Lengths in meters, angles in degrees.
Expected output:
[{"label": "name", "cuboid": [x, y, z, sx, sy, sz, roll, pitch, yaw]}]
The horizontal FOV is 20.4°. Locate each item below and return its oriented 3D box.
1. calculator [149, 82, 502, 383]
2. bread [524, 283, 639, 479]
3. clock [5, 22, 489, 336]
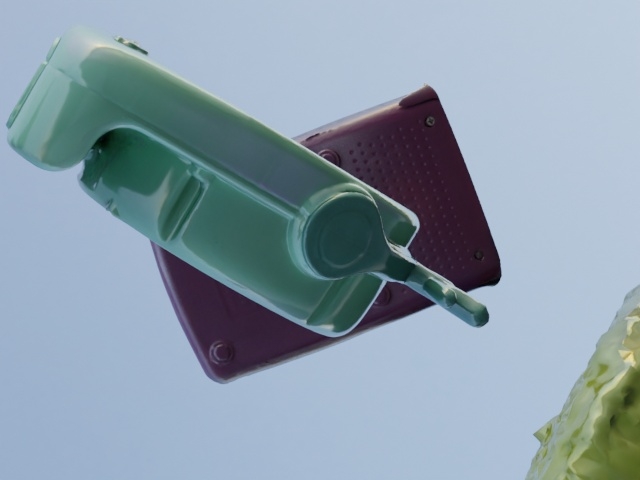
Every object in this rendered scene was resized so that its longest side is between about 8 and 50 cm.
[{"label": "calculator", "cuboid": [0.000, 0.000, 1.038, 0.034, 0.190, 0.126, -104, -7, -84]}, {"label": "bread", "cuboid": [0.261, 0.205, 1.085, 0.308, 0.348, 0.348, 30, -130, 5]}, {"label": "clock", "cuboid": [-0.028, -0.016, 0.748, 0.211, 0.159, 0.066, 30, -87, -6]}]
